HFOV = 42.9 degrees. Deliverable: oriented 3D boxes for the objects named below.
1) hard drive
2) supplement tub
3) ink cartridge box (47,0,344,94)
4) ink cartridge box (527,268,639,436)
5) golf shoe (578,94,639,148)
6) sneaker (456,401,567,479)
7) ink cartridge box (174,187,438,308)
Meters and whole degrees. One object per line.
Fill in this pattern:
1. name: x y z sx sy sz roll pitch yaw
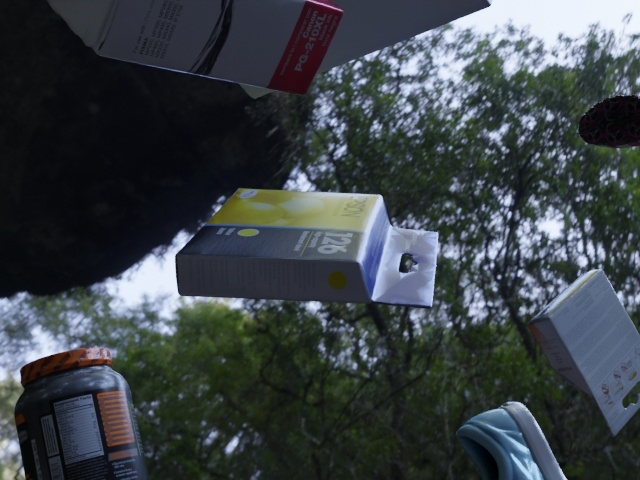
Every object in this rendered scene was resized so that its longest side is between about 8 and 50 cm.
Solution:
1. hard drive: -0.009 -0.312 0.948 0.353 0.047 0.233 -13 -50 36
2. supplement tub: -0.239 0.211 0.818 0.117 0.117 0.190 -29 -110 36
3. ink cartridge box: -0.125 -0.233 0.761 0.172 0.237 0.100 46 -60 35
4. ink cartridge box: 0.369 0.148 1.086 0.045 0.145 0.179 -22 -82 54
5. golf shoe: 0.421 -0.149 1.021 0.186 0.086 0.067 -10 -108 36
6. sneaker: 0.334 0.445 1.320 0.135 0.150 0.366 92 -22 -48
7. ink cartridge box: 0.000 0.000 1.087 0.307 0.303 0.072 1 -72 9
